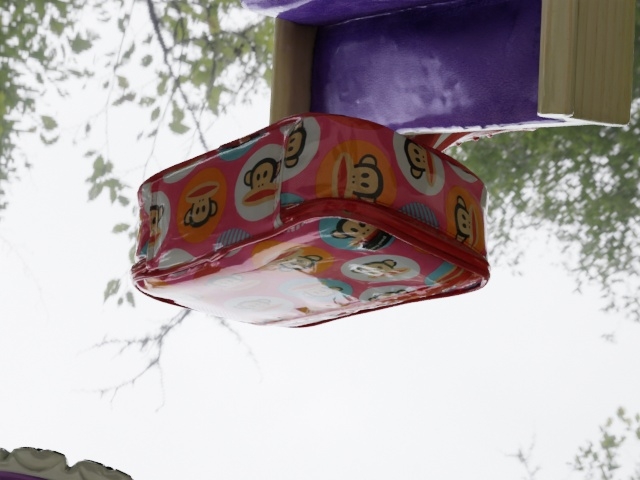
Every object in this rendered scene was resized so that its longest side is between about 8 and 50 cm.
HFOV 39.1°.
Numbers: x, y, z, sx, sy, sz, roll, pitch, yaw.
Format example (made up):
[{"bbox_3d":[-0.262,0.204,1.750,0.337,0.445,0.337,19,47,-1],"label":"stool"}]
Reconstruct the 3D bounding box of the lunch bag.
[{"bbox_3d":[0.000,0.000,0.816,0.258,0.293,0.120,21,-118,-43],"label":"lunch bag"}]

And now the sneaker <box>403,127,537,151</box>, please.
[{"bbox_3d":[0.160,-0.120,0.995,0.128,0.221,0.087,11,-117,-34],"label":"sneaker"}]

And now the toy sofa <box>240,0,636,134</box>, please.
[{"bbox_3d":[0.084,-0.174,0.819,0.177,0.363,0.150,1,-88,-41],"label":"toy sofa"}]

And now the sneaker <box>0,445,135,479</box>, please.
[{"bbox_3d":[-0.072,0.123,0.316,0.170,0.068,0.071,16,-121,11],"label":"sneaker"}]
